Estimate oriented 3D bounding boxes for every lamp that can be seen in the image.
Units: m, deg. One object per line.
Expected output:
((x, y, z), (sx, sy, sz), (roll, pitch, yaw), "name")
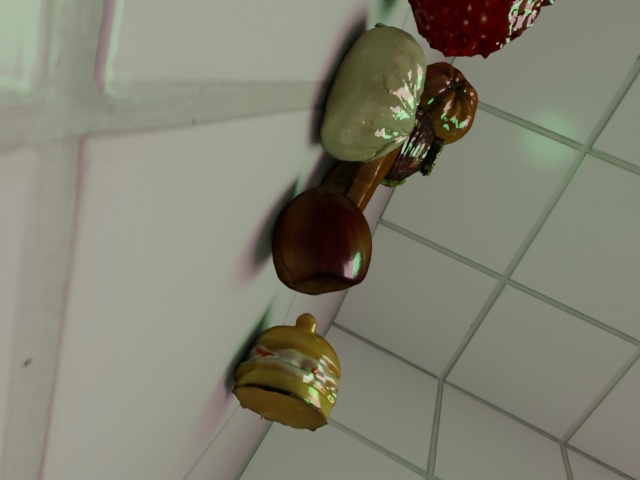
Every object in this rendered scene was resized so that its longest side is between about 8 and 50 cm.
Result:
((0.250, -0.287, 1.350), (0.247, 0.247, 0.247), (-61, 171, -17), "lamp")

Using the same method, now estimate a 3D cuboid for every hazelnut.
((0.000, 0.000, 0.864), (0.208, 0.208, 0.208), (-61, 171, -17), "hazelnut")

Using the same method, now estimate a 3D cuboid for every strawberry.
((0.256, -0.510, 0.775), (0.345, 0.295, 0.317), (17, 120, -48), "strawberry")

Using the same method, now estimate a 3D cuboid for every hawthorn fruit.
((0.370, -0.436, 1.540), (0.277, 0.277, 0.298), (-59, -167, -26), "hawthorn fruit")

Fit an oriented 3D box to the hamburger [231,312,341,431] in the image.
((-0.074, 0.330, 1.167), (0.276, 0.276, 0.237), (104, 3, -53), "hamburger")

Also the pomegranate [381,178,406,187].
((0.264, -0.288, 1.785), (0.122, 0.143, 0.169), (-26, -111, 48), "pomegranate")

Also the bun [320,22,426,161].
((0.104, -0.248, 0.832), (0.259, 0.160, 0.259), (-58, 171, -15), "bun")

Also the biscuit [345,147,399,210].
((0.116, -0.153, 1.027), (0.334, 0.047, 0.202), (-58, 171, -26), "biscuit")

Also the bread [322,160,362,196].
((0.082, -0.180, 1.150), (0.271, 0.077, 0.139), (-57, 169, -33), "bread")
